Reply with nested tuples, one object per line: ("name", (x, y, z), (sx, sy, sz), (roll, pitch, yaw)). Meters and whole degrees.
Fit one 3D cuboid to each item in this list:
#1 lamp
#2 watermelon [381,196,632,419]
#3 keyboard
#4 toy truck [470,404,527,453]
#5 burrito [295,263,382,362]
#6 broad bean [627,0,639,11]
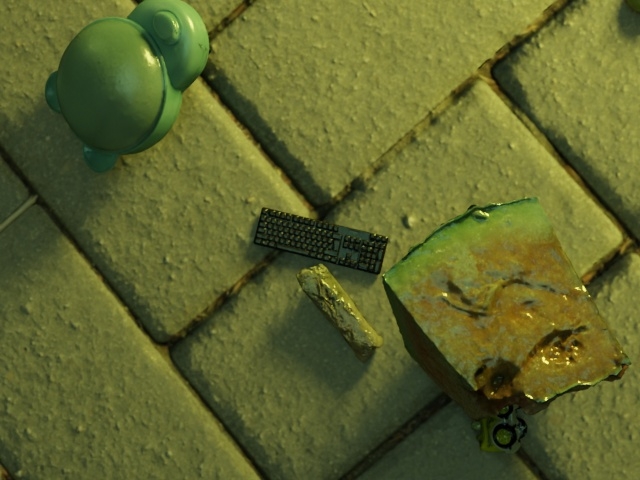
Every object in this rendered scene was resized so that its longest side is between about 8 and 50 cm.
("lamp", (-0.292, -0.253, 1.412), (0.284, 0.147, 0.209), (-35, 81, 5))
("watermelon", (0.252, 0.117, 1.311), (0.264, 0.151, 0.302), (-29, 73, 1))
("keyboard", (0.000, 0.000, 1.428), (0.204, 0.013, 0.061), (14, 91, 9))
("toy truck", (0.257, 0.257, 1.358), (0.077, 0.076, 0.111), (-7, 86, 28))
("burrito", (0.030, 0.108, 1.407), (0.051, 0.042, 0.171), (-38, 85, -5))
("broad bean", (0.484, -0.378, 1.354), (0.063, 0.045, 0.083), (11, 98, 10))
